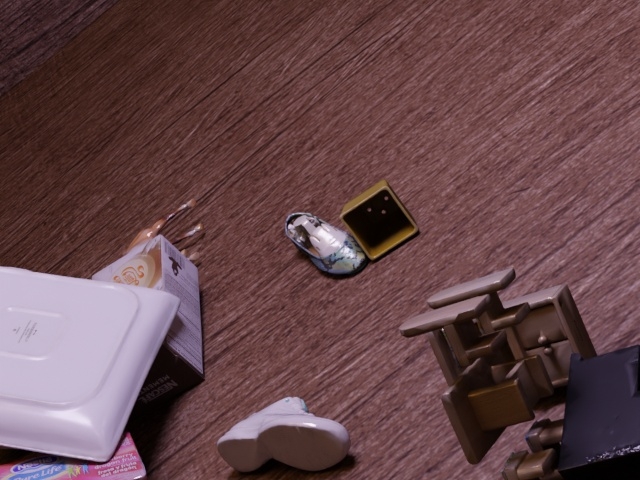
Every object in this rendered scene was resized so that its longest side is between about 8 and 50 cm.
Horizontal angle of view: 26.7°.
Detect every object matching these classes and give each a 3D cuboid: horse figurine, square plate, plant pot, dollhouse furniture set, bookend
[{"bbox_3d":[-0.277,0.033,2.235,0.174,0.066,0.263,-29,29,16],"label":"horse figurine"},{"bbox_3d":[-0.396,0.141,1.809,0.344,0.049,0.347,9,34,7],"label":"square plate"},{"bbox_3d":[0.082,-0.037,1.887,0.081,0.081,0.083,-33,16,13],"label":"plant pot"},{"bbox_3d":[0.165,0.148,1.379,0.161,0.212,0.242,-20,7,31],"label":"dollhouse furniture set"},{"bbox_3d":[0.319,0.167,1.296,0.156,0.072,0.157,-21,32,30],"label":"bookend"}]

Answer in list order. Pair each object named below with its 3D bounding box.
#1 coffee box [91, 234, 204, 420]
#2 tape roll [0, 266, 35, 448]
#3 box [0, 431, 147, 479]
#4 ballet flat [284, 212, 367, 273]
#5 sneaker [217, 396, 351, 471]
[{"bbox_3d":[-0.261,0.127,2.009,0.141,0.098,0.246,-31,37,18],"label":"coffee box"},{"bbox_3d":[-0.481,0.180,2.038,0.286,0.286,0.100,-30,29,18],"label":"tape roll"},{"bbox_3d":[-0.339,0.348,1.676,0.257,0.128,0.122,-14,25,-14],"label":"box"},{"bbox_3d":[0.000,0.000,1.943,0.070,0.070,0.188,-47,29,-12],"label":"ballet flat"},{"bbox_3d":[-0.035,0.227,1.652,0.212,0.080,0.094,-11,28,45],"label":"sneaker"}]
